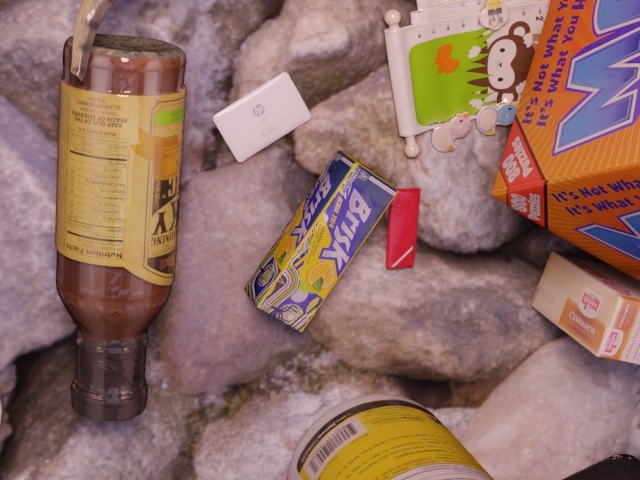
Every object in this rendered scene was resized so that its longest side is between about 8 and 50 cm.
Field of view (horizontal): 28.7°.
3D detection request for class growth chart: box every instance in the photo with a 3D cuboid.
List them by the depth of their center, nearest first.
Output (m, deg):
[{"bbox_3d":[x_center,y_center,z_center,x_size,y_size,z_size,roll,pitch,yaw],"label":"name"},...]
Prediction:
[{"bbox_3d":[0.170,-0.188,1.227,0.237,0.021,0.172,-24,115,-9],"label":"growth chart"}]

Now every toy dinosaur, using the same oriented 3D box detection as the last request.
[{"bbox_3d":[-0.152,-0.263,1.044,0.118,0.064,0.268,39,72,8],"label":"toy dinosaur"}]

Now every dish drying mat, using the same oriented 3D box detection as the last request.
[{"bbox_3d":[0.083,-0.012,1.264,0.032,0.008,0.083,-2,109,-18],"label":"dish drying mat"}]

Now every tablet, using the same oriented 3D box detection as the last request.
[{"bbox_3d":[-0.055,-0.116,1.181,0.083,0.006,0.054,-33,115,-6],"label":"tablet"}]

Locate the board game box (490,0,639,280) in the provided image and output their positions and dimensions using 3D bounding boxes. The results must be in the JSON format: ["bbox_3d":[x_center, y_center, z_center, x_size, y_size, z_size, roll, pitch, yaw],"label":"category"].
[{"bbox_3d":[0.434,-0.142,1.085,0.356,0.356,0.356,27,72,-25],"label":"board game box"}]

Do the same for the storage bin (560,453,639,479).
[{"bbox_3d":[0.303,0.328,1.394,0.180,0.122,0.084,-24,114,-10],"label":"storage bin"}]

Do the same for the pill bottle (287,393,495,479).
[{"bbox_3d":[0.101,0.295,1.194,0.188,0.334,0.188,-6,110,-17],"label":"pill bottle"}]

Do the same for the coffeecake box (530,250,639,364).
[{"bbox_3d":[0.339,0.080,1.310,0.185,0.142,0.068,13,104,-22],"label":"coffeecake box"}]

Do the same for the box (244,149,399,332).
[{"bbox_3d":[0.000,0.000,1.213,0.059,0.054,0.169,32,95,-26],"label":"box"}]

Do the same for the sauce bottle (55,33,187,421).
[{"bbox_3d":[-0.182,-0.008,1.119,0.111,0.111,0.344,-1,110,-19],"label":"sauce bottle"}]
